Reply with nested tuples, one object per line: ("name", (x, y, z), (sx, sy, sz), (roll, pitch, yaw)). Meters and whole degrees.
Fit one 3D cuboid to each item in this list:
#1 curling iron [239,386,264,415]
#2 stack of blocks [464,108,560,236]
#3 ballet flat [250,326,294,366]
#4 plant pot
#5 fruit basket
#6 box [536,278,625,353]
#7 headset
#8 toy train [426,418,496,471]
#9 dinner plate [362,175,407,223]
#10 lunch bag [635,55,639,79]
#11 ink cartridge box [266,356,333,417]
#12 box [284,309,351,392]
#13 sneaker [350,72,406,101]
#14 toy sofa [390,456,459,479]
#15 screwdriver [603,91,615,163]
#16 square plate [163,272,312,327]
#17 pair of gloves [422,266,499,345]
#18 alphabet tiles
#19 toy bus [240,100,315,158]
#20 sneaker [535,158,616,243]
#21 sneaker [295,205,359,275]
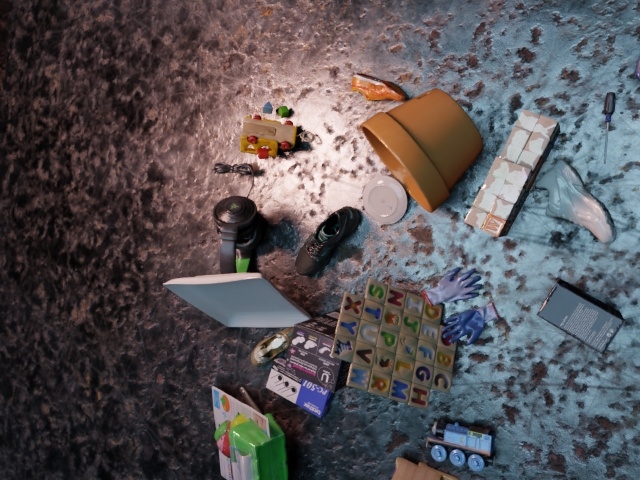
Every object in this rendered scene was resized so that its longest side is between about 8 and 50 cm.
("curling iron", (-0.192, 0.598, 1.696), (0.068, 0.035, 0.274), (-39, 75, 22))
("stack of blocks", (0.471, -0.158, 1.279), (0.087, 0.171, 0.297), (29, 103, 23))
("ballet flat", (-0.161, 0.339, 1.658), (0.206, 0.067, 0.073), (-40, 75, 22))
("plant pot", (0.270, -0.243, 1.333), (0.203, 0.291, 0.291), (-39, 74, 5))
("fruit basket", (-0.250, 0.654, 1.630), (0.353, 0.165, 0.326), (4, 101, 46))
("box", (0.606, 0.171, 1.225), (0.158, 0.156, 0.093), (32, 104, 23))
("headset", (-0.273, -0.056, 1.616), (0.185, 0.243, 0.394), (5, 74, 4))
("toy train", (0.374, 0.540, 1.394), (0.184, 0.080, 0.105), (4, 84, 29))
("dinner plate", (0.179, -0.113, 1.490), (0.141, 0.017, 0.141), (12, 113, 31))
("lunch bag", (0.843, -0.464, 1.122), (0.243, 0.115, 0.303), (29, 104, 25))
("ink cartridge box", (-0.063, 0.453, 1.624), (0.207, 0.046, 0.097), (21, 101, 24))
("box", (0.037, 0.300, 1.459), (0.163, 0.247, 0.142), (16, 99, 26))
("sneaker", (0.167, -0.424, 1.496), (0.175, 0.064, 0.067), (28, 123, 28))
("toy sofa", (0.225, 0.707, 1.311), (0.177, 0.362, 0.150), (14, 98, 19))
("screwdriver", (0.686, -0.268, 1.251), (0.024, 0.025, 0.169), (5, 92, 26))
("square plate", (-0.229, 0.179, 1.569), (0.347, 0.344, 0.049), (-6, 58, 26))
("pair of gloves", (0.375, 0.176, 1.394), (0.159, 0.023, 0.198), (-27, 84, 7))
("alphabet tiles", (0.199, 0.265, 1.353), (0.343, 0.011, 0.285), (21, 66, -14))
("toy bus", (-0.151, -0.310, 1.621), (0.202, 0.191, 0.104), (49, 153, 18))
("sneaker", (0.611, -0.077, 1.267), (0.115, 0.090, 0.232), (-41, 65, 28))
("sneaker", (0.000, 0.000, 1.553), (0.101, 0.106, 0.267), (45, 110, 17))
